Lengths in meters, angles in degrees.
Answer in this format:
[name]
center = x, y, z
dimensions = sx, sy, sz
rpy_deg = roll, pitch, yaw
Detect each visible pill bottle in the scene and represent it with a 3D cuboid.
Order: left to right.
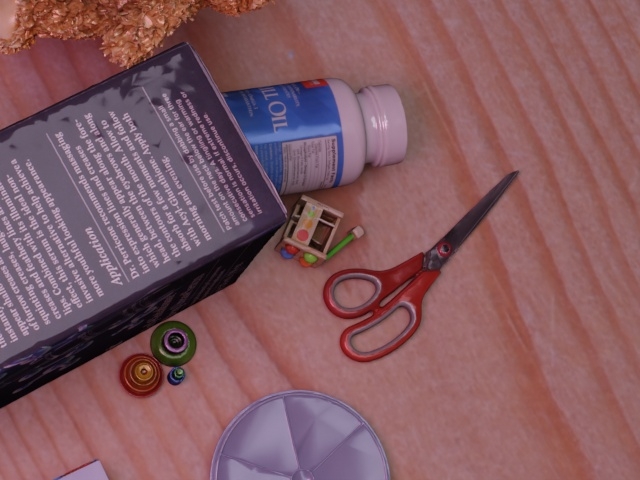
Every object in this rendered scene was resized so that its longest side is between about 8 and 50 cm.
[pill bottle]
center = -0.023, -0.115, 2.033
dimensions = 0.221, 0.124, 0.124
rpy_deg = -10, 79, -16

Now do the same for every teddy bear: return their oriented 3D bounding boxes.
[teddy bear]
center = -0.189, -0.267, 1.880
dimensions = 0.338, 0.113, 0.245
rpy_deg = -23, 39, -13

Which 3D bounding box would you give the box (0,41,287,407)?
[box]
center = -0.272, 0.010, 1.856
dimensions = 0.395, 0.293, 0.212
rpy_deg = -28, 84, -17

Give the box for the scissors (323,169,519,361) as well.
[scissors]
center = 0.133, 0.031, 2.092
dimensions = 0.297, 0.021, 0.109
rpy_deg = -30, 83, -19

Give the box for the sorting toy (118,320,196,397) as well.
[sorting toy]
center = -0.170, 0.130, 1.983
dimensions = 0.061, 0.042, 0.102
rpy_deg = 44, 71, 0

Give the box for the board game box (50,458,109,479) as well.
[board game box]
center = -0.301, 0.424, 1.860
dimensions = 0.302, 0.086, 0.308
rpy_deg = -23, 83, -17

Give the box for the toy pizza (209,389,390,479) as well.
[toy pizza]
center = -0.023, 0.263, 1.992
dimensions = 0.201, 0.032, 0.201
rpy_deg = 3, 76, -13

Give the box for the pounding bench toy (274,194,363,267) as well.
[pounding bench toy]
center = 0.000, 0.000, 2.048
dimensions = 0.083, 0.052, 0.065
rpy_deg = 24, 73, -7
